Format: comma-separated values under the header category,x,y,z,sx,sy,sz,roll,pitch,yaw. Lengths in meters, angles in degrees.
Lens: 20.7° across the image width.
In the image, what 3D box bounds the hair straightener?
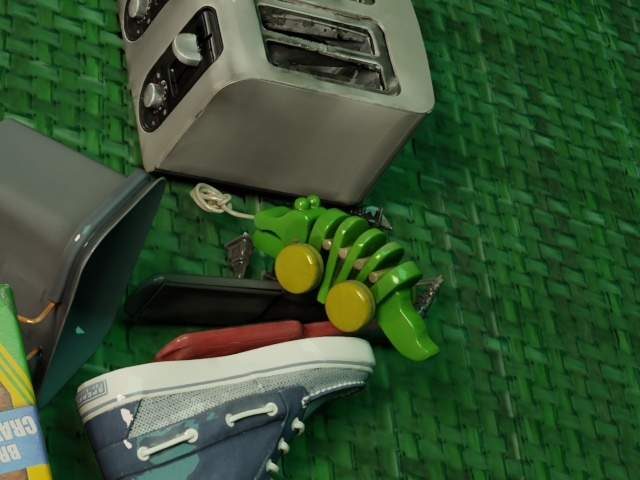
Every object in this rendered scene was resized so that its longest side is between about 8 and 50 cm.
category,x,y,z,sx,sy,sz,roll,pitch,yaw
hair straightener,-0.018,0.025,1.040,0.230,0.047,0.089,-6,59,-39

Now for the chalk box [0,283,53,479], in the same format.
category,x,y,z,sx,sy,sz,roll,pitch,yaw
chalk box,-0.194,0.138,0.754,0.132,0.132,0.213,3,53,-33

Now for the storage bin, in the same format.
category,x,y,z,sx,sy,sz,roll,pitch,yaw
storage bin,-0.154,0.010,0.905,0.091,0.135,0.098,31,41,7

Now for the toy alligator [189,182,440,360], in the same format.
category,x,y,z,sx,sy,sz,roll,pitch,yaw
toy alligator,0.000,0.000,1.010,0.189,0.051,0.056,36,26,26

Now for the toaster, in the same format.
category,x,y,z,sx,sy,sz,roll,pitch,yaw
toaster,-0.025,-0.115,1.110,0.185,0.110,0.168,10,50,-29

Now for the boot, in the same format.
category,x,y,z,sx,sy,sz,roll,pitch,yaw
boot,-0.041,0.107,0.952,0.190,0.069,0.086,-7,73,-36
